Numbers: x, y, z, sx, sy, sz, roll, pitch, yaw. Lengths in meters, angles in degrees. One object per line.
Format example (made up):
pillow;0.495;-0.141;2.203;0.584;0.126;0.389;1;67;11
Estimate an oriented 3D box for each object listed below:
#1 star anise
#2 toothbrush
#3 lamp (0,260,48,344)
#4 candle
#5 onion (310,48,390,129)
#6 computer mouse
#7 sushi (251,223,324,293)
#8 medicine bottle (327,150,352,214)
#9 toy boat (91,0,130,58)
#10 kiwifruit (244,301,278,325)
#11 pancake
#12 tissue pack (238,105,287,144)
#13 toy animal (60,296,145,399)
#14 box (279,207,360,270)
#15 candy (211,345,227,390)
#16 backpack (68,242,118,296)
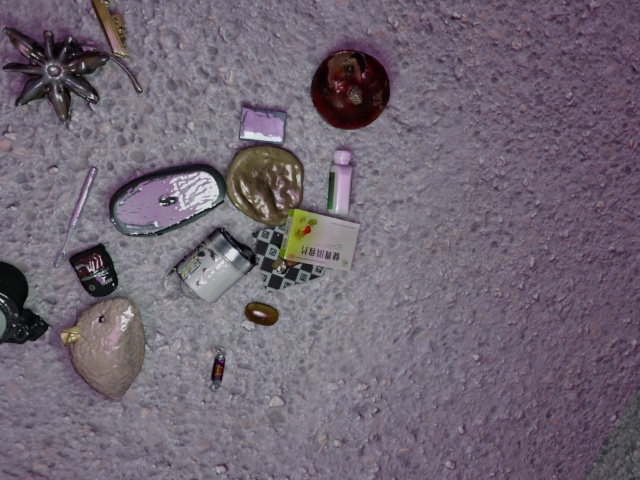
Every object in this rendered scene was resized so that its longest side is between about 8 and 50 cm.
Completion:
star anise;-0.784;-0.502;1.408;0.316;0.139;0.359;-41;118;4
toothbrush;-0.796;-0.074;1.499;0.024;0.029;0.353;21;93;-26
lamp;-1.009;0.183;1.367;0.205;0.272;0.374;-44;103;-5
candle;-0.380;0.112;1.530;0.330;0.187;0.187;-42;103;-1
onion;0.102;-0.503;1.537;0.272;0.195;0.271;-1;105;-5
computer mouse;-0.494;-0.132;1.507;0.374;0.114;0.203;-18;103;-9
sushi;-0.116;0.049;1.630;0.232;0.047;0.219;-15;100;-22
medicine bottle;0.068;-0.201;1.607;0.078;0.115;0.218;3;96;-10
toy boat;-0.647;-0.672;1.437;0.072;0.064;0.205;-26;104;-25
kiwifruit;-0.208;0.262;1.638;0.125;0.075;0.075;23;93;-17
pancake;-0.179;-0.194;1.564;0.295;0.049;0.294;-3;96;-27
tissue pack;-0.195;-0.388;1.566;0.157;0.051;0.112;5;99;-12
toy animal;-0.692;0.350;1.496;0.227;0.188;0.357;4;97;-1
box;0.000;-0.001;1.617;0.261;0.062;0.175;12;90;-25
candy;-0.366;0.457;1.648;0.045;0.043;0.174;10;99;-9
backpack;-0.729;0.104;1.496;0.120;0.106;0.165;-28;98;-11
